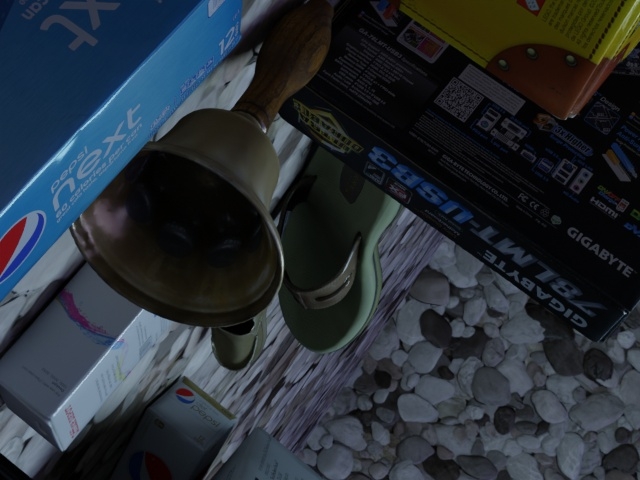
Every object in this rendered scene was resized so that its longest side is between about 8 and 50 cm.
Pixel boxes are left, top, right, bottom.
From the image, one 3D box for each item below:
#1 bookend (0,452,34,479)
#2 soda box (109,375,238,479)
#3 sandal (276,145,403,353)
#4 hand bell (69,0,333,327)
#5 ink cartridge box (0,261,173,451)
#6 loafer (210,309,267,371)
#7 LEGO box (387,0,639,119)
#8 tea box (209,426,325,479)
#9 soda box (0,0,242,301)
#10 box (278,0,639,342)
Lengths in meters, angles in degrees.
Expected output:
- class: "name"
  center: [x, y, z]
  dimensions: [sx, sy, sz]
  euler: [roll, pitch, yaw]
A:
- class: "bookend"
  center: [-0.242, 0.230, 0.912]
  dimensions: [0.157, 0.072, 0.156]
  euler: [-51, 170, -16]
- class: "soda box"
  center: [-0.165, 0.241, 1.358]
  dimensions: [0.069, 0.074, 0.216]
  euler: [-41, 164, -53]
- class: "sandal"
  center: [-0.001, -0.002, 1.223]
  dimensions: [0.086, 0.120, 0.302]
  euler: [-34, 154, -32]
- class: "hand bell"
  center: [-0.042, -0.076, 0.800]
  dimensions: [0.126, 0.126, 0.242]
  euler: [-63, -179, 46]
- class: "ink cartridge box"
  center: [-0.146, 0.064, 0.848]
  dimensions: [0.122, 0.052, 0.088]
  euler: [-52, 171, -20]
- class: "loafer"
  center: [-0.079, 0.073, 1.248]
  dimensions: [0.050, 0.056, 0.148]
  euler: [-45, 158, -42]
- class: "LEGO box"
  center: [0.230, -0.362, 0.723]
  dimensions: [0.372, 0.193, 0.500]
  euler: [-48, 170, -32]
- class: "tea box"
  center: [-0.092, 0.380, 1.200]
  dimensions: [0.323, 0.220, 0.329]
  euler: [-48, -179, 4]
- class: "soda box"
  center: [-0.119, -0.043, 0.510]
  dimensions: [0.210, 0.071, 0.067]
  euler: [-50, 170, -22]
- class: "box"
  center: [0.169, -0.124, 0.993]
  dimensions: [0.293, 0.295, 0.073]
  euler: [-51, 171, -25]
